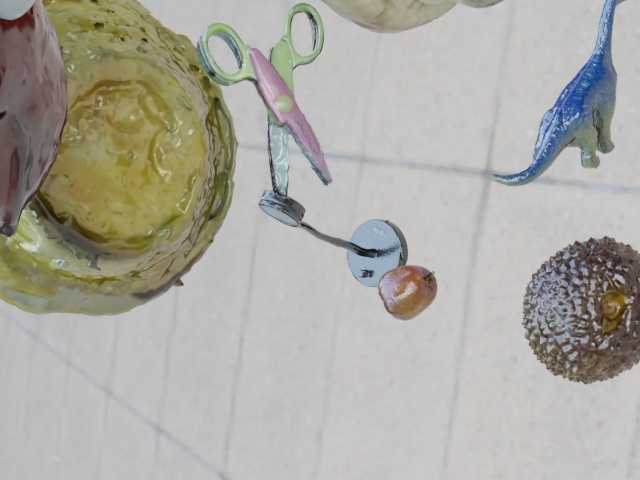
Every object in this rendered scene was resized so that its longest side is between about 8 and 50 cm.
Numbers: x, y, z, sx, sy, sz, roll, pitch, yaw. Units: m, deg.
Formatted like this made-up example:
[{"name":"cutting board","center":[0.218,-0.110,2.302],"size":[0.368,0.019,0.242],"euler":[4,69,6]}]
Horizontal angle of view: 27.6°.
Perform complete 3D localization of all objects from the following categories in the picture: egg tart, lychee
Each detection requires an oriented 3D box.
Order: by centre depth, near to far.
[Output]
[{"name":"egg tart","center":[-0.219,-0.083,1.280],"size":[0.132,0.345,0.345],"euler":[7,90,57]},{"name":"lychee","center":[0.482,0.126,2.348],"size":[0.267,0.267,0.267],"euler":[-25,62,61]}]

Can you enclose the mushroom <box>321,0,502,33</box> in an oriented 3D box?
[{"name":"mushroom","center":[0.077,-0.271,1.019],"size":[0.234,0.260,0.254],"euler":[36,137,32]}]

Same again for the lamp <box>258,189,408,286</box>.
[{"name":"lamp","center":[0.018,-0.033,1.965],"size":[0.130,0.371,0.108],"euler":[20,80,37]}]

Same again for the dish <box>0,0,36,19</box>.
[{"name":"dish","center":[-0.173,-0.180,0.616],"size":[0.141,0.078,0.141],"euler":[-15,73,58]}]

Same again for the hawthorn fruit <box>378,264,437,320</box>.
[{"name":"hawthorn fruit","center":[0.114,0.065,1.685],"size":[0.077,0.077,0.077],"euler":[-25,62,61]}]

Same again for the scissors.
[{"name":"scissors","center":[-0.041,-0.138,1.309],"size":[0.020,0.133,0.187],"euler":[180,73,-75]}]

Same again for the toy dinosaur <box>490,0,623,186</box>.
[{"name":"toy dinosaur","center":[0.286,-0.173,1.487],"size":[0.075,0.248,0.188],"euler":[28,140,45]}]

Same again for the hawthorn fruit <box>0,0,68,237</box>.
[{"name":"hawthorn fruit","center":[-0.375,-0.140,0.867],"size":[0.403,0.403,0.403],"euler":[-25,62,61]}]
